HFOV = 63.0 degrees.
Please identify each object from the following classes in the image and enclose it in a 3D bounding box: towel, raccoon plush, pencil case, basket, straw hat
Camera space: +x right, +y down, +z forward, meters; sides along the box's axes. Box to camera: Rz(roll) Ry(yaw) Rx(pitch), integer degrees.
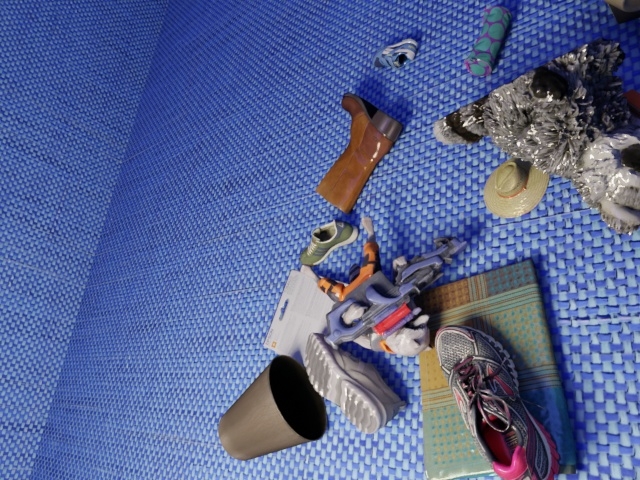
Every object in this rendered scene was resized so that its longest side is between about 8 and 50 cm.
[{"bbox_3d":[0.302,0.240,0.967,0.271,0.040,0.370,-22,54,36],"label":"towel"},{"bbox_3d":[0.424,-0.158,0.947,0.216,0.299,0.446,-26,5,-12],"label":"raccoon plush"},{"bbox_3d":[0.391,-0.467,1.221,0.070,0.064,0.152,21,84,23],"label":"pencil case"},{"bbox_3d":[-0.124,0.410,1.222,0.227,0.154,0.204,-40,68,29],"label":"basket"},{"bbox_3d":[0.382,-0.123,1.055,0.144,0.061,0.145,-22,56,36],"label":"straw hat"}]

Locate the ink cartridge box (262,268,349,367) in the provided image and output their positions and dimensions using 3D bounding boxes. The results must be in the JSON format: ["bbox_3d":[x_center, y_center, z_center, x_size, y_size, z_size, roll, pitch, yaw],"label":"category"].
[{"bbox_3d":[-0.028,0.196,1.311,0.224,0.045,0.223,12,79,47],"label":"ink cartridge box"}]

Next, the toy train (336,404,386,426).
[{"bbox_3d":[0.081,0.366,1.128,0.158,0.027,0.036,14,82,48],"label":"toy train"}]

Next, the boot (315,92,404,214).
[{"bbox_3d":[0.077,-0.242,1.430,0.264,0.096,0.280,46,111,39],"label":"boot"}]

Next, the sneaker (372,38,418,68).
[{"bbox_3d":[0.200,-0.505,1.442,0.144,0.053,0.059,-9,66,43],"label":"sneaker"}]

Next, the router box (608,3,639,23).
[{"bbox_3d":[0.700,-0.568,0.951,0.308,0.081,0.243,-7,66,43],"label":"router box"}]

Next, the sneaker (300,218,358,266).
[{"bbox_3d":[0.000,0.000,1.355,0.192,0.086,0.064,-31,50,31],"label":"sneaker"}]

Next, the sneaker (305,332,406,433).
[{"bbox_3d":[0.065,0.298,1.125,0.281,0.115,0.105,42,127,43],"label":"sneaker"}]

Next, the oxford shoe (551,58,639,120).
[{"bbox_3d":[0.508,-0.255,0.975,0.098,0.096,0.271,-52,42,21],"label":"oxford shoe"}]

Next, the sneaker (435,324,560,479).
[{"bbox_3d":[0.278,0.256,0.867,0.121,0.112,0.299,-46,42,18],"label":"sneaker"}]

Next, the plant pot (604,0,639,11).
[{"bbox_3d":[0.516,-0.548,0.908,0.256,0.256,0.274,-32,67,30],"label":"plant pot"}]

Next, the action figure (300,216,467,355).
[{"bbox_3d":[0.146,0.100,1.109,0.341,0.179,0.330,-29,48,-2],"label":"action figure"}]
